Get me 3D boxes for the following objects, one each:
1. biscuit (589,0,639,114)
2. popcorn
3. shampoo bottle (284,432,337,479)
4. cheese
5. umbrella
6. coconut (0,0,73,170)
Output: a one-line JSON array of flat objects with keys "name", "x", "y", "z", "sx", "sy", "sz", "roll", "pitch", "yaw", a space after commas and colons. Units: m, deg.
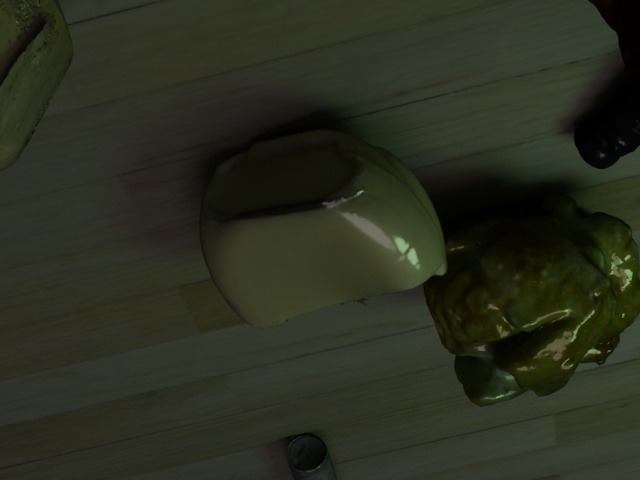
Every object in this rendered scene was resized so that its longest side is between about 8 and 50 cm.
[{"name": "biscuit", "x": 0.411, "y": -0.207, "z": 0.988, "sx": 0.166, "sy": 0.395, "sz": 0.342, "roll": 9, "pitch": 141, "yaw": -31}, {"name": "popcorn", "x": 0.259, "y": 0.063, "z": 1.420, "sx": 0.276, "sy": 0.276, "sz": 0.225, "roll": -14, "pitch": 106, "yaw": 5}, {"name": "shampoo bottle", "x": -0.005, "y": 0.384, "z": 1.885, "sx": 0.072, "sy": 0.072, "sz": 0.214, "roll": -12, "pitch": 142, "yaw": 2}, {"name": "cheese", "x": 0.000, "y": 0.000, "z": 1.311, "sx": 0.266, "sy": 0.127, "sz": 0.233, "roll": -11, "pitch": 128, "yaw": 26}, {"name": "umbrella", "x": 0.403, "y": -0.197, "z": 1.249, "sx": 0.113, "sy": 0.106, "sz": 0.357, "roll": 25, "pitch": 138, "yaw": -24}, {"name": "coconut", "x": -0.369, "y": -0.170, "z": 0.940, "sx": 0.352, "sy": 0.352, "sz": 0.352, "roll": -6, "pitch": 142, "yaw": -5}]
